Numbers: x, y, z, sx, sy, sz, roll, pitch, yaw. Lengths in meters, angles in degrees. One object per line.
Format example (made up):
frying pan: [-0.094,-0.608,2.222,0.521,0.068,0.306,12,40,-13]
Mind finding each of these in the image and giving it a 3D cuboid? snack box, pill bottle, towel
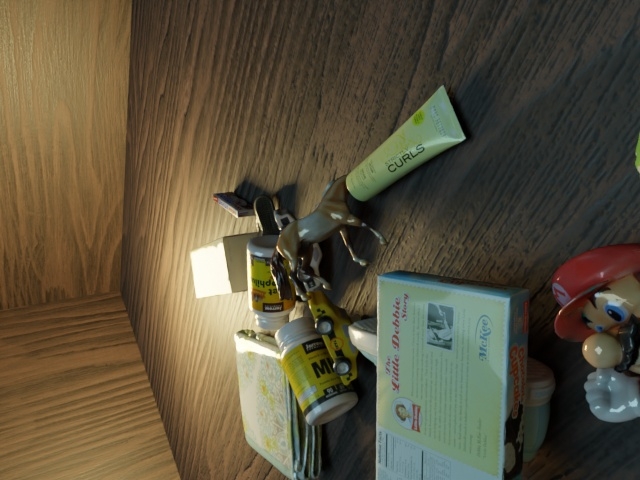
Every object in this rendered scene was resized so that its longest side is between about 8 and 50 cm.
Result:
snack box: [-0.241,-0.102,1.397,0.178,0.064,0.022,32,125,51]
snack box: [0.160,0.208,0.635,0.187,0.060,0.322,7,100,45]
pill bottle: [-0.117,0.103,1.194,0.117,0.117,0.215,29,125,52]
pill bottle: [-0.015,0.279,1.077,0.208,0.119,0.119,60,142,30]
towel: [-0.119,0.418,1.310,0.374,0.090,0.320,-1,94,58]

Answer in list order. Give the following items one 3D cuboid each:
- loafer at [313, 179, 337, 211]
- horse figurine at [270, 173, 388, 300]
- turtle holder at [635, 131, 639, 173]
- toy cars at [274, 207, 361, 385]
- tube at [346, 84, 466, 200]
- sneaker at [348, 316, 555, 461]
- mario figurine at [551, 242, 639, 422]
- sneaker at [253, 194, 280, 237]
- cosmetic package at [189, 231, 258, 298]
loafer: [0.016,-0.065,1.022,0.039,0.045,0.125,50,134,30]
horse figurine: [0.000,0.000,0.915,0.263,0.066,0.174,-37,67,8]
turtle holder: [0.380,-0.048,0.312,0.320,0.243,0.227,-75,7,-71]
toy cars: [0.006,0.095,1.027,0.176,0.087,0.393,70,177,-64]
tube: [0.131,-0.144,0.809,0.070,0.062,0.240,41,141,-12]
sneaker: [0.167,0.219,0.759,0.366,0.135,0.150,12,103,57]
mario figurine: [0.325,0.129,0.429,0.320,0.170,0.198,49,120,45]
sneaker: [-0.130,-0.024,1.261,0.071,0.066,0.188,-132,37,-79]
cosmetic package: [-0.277,0.079,1.455,0.309,0.113,0.160,-18,82,59]
